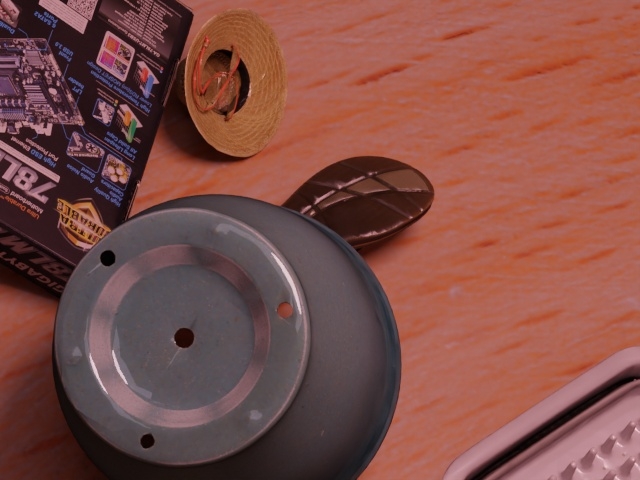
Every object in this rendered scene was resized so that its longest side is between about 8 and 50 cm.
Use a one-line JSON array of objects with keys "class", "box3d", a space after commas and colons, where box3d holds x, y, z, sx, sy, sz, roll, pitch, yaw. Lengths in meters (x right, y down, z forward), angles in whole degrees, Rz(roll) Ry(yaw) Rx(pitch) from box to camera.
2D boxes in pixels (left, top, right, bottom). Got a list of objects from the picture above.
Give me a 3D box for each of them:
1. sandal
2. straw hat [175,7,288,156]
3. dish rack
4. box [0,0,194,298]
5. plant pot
[{"class": "sandal", "box3d": [0.000, 0.000, 1.725, 0.219, 0.060, 0.090, -36, 66, -15]}, {"class": "straw hat", "box3d": [-0.098, -0.144, 1.776, 0.061, 0.144, 0.144, 2, 46, 37]}, {"class": "dish rack", "box3d": [0.278, 0.273, 1.614, 0.285, 0.072, 0.333, -30, 70, -27]}, {"class": "box", "box3d": [-0.268, -0.144, 1.641, 0.295, 0.073, 0.293, 32, 57, -30]}, {"class": "plant pot", "box3d": [-0.085, 0.083, 1.467, 0.271, 0.255, 0.272, -1, 81, 7]}]
